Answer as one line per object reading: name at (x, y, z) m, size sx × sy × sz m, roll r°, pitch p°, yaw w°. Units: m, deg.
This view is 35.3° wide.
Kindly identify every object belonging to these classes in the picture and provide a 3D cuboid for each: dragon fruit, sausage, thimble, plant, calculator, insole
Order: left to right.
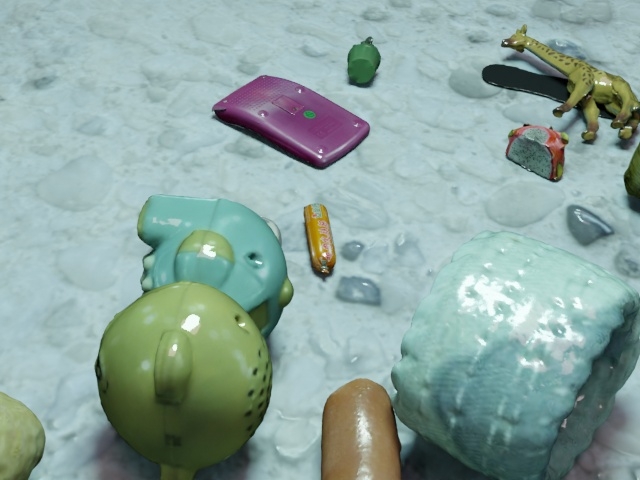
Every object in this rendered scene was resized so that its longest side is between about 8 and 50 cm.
calculator at (-0.036, -0.168, 1.355) m, size 0.190 × 0.034 × 0.126 m, roll 28°, pitch 43°, yaw 23°
sausage at (0.000, 0.000, 1.162) m, size 0.031 × 0.031 × 0.107 m, roll -1°, pitch 40°, yaw -8°
sausage at (0.022, 0.254, 0.833) m, size 0.087 × 0.079 × 0.327 m, roll 17°, pitch 42°, yaw -4°
plant at (0.065, -0.270, 1.473) m, size 0.051 × 0.051 × 0.102 m, roll 8°, pitch 35°, yaw 3°
thimble at (0.184, 0.104, 0.931) m, size 0.171 × 0.205 × 0.250 m, roll 26°, pitch 44°, yaw 27°
dragon fruit at (0.293, -0.125, 1.326) m, size 0.083 × 0.056 × 0.060 m, roll 32°, pitch 47°, yaw 29°
insole at (0.362, -0.220, 1.485) m, size 0.253 × 0.005 × 0.086 m, roll 18°, pitch 41°, yaw 13°

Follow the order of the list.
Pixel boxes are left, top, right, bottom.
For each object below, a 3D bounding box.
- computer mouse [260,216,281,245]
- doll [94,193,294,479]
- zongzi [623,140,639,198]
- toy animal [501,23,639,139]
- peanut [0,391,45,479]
computer mouse at (-0.077, 0.011, 1.135) m, size 0.065 × 0.039 × 0.096 m, roll 6°, pitch 33°, yaw -1°
doll at (-0.116, 0.091, 0.936) m, size 0.161 × 0.177 × 0.261 m, roll 8°, pitch 36°, yaw 3°
zongzi at (0.560, -0.114, 1.290) m, size 0.273 × 0.145 × 0.300 m, roll 25°, pitch 37°, yaw 15°
toy animal at (0.368, -0.232, 1.453) m, size 0.149 × 0.054 × 0.276 m, roll -7°, pitch 44°, yaw -11°
peanut at (-0.340, 0.192, 0.825) m, size 0.224 × 0.129 × 0.129 m, roll -18°, pitch 46°, yaw -28°
